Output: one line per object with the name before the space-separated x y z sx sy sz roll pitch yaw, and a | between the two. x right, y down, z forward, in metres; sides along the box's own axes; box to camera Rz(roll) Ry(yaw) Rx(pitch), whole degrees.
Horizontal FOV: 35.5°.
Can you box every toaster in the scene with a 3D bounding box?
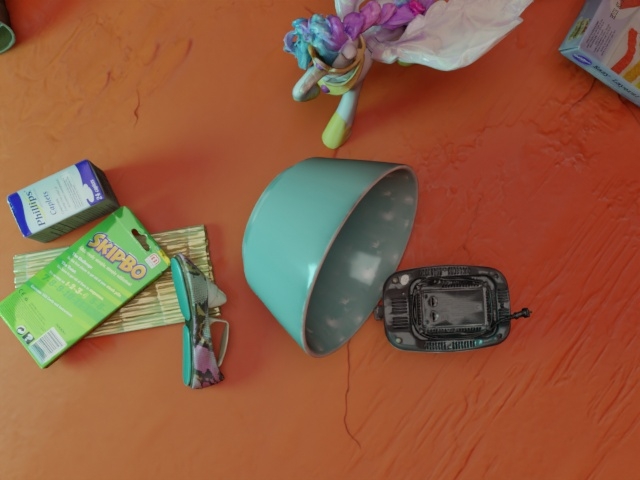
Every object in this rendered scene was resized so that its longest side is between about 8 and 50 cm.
toaster | 0.196 0.104 1.525 0.226 0.146 0.129 -4 85 0

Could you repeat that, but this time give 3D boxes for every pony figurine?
pony figurine | 0.089 -0.308 1.457 0.303 0.363 0.351 42 85 4

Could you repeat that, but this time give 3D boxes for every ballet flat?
ballet flat | -0.182 0.122 1.547 0.079 0.077 0.222 -9 105 -20

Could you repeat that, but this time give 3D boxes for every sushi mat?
sushi mat | -0.325 0.072 1.589 0.316 0.019 0.152 -9 86 -1

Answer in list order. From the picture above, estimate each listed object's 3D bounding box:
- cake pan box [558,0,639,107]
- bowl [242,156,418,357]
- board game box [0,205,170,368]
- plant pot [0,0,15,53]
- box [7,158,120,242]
cake pan box | 0.543 -0.347 1.581 0.245 0.070 0.267 32 85 -16
bowl | 0.000 0.000 1.484 0.163 0.311 0.312 27 84 23
board game box | -0.367 0.071 1.563 0.259 0.039 0.124 -39 86 -1
plant pot | -0.569 -0.393 1.574 0.166 0.167 0.165 -7 76 -1
box | -0.396 -0.059 1.549 0.137 0.126 0.072 -26 86 -3
